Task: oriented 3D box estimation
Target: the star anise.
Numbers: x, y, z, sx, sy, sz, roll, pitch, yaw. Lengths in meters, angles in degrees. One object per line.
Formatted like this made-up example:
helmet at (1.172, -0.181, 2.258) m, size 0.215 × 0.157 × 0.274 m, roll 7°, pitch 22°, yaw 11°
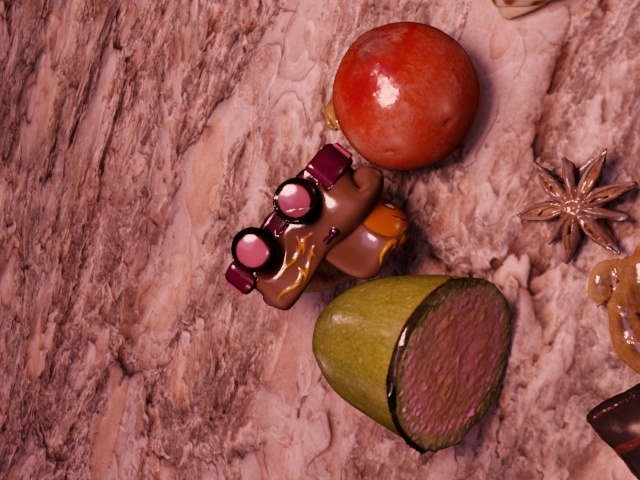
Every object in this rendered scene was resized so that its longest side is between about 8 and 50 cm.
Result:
star anise at (0.425, -0.052, 1.003) m, size 0.195 × 0.065 × 0.183 m, roll -6°, pitch 91°, yaw 36°

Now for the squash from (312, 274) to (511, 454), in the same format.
squash at (0.134, 0.176, 1.102) m, size 0.308 × 0.310 × 0.311 m, roll 19°, pitch 101°, yaw 50°

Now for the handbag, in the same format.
handbag at (0.526, 0.296, 0.870) m, size 0.169 × 0.155 × 0.215 m, roll -43°, pitch 65°, yaw 17°

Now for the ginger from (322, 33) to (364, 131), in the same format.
ginger at (0.068, -0.313, 1.259) m, size 0.176 × 0.052 × 0.193 m, roll -26°, pitch 76°, yaw 26°

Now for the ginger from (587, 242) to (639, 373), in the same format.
ginger at (0.503, 0.106, 0.946) m, size 0.133 × 0.058 × 0.214 m, roll -26°, pitch 73°, yaw 36°

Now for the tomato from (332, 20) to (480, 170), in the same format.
tomato at (0.147, -0.262, 1.086) m, size 0.264 × 0.264 × 0.265 m, roll 0°, pitch 89°, yaw 35°

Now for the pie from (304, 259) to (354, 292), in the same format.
pie at (-0.005, 0.016, 1.287) m, size 0.205 × 0.084 × 0.179 m, roll -17°, pitch 79°, yaw 29°

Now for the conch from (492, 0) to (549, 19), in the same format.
conch at (0.377, -0.495, 0.986) m, size 0.183 × 0.148 × 0.275 m, roll 51°, pitch 119°, yaw 19°

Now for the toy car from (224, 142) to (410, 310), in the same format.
toy car at (0.000, 0.000, 1.123) m, size 0.240 × 0.271 × 0.341 m, roll 40°, pitch 103°, yaw -1°
